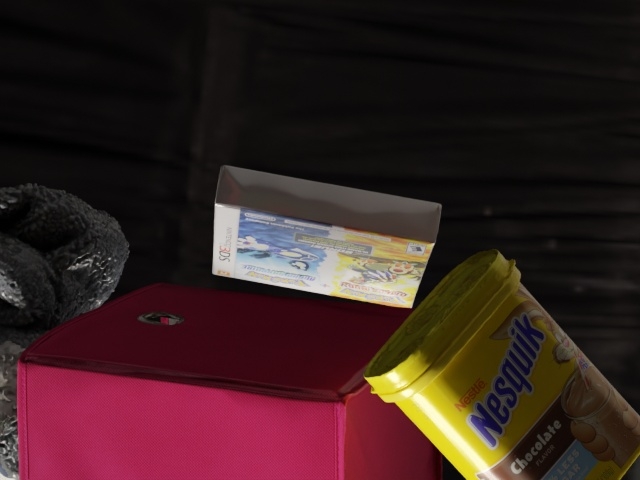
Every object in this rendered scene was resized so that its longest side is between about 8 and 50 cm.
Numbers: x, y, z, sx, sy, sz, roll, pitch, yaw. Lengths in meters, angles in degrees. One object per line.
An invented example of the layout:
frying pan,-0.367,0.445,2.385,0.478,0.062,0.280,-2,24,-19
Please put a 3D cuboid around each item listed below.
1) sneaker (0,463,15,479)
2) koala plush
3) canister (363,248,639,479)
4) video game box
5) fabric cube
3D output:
sneaker,-0.189,0.242,1.874,0.236,0.323,0.130,-46,46,28
koala plush,-0.261,0.083,1.514,0.196,0.203,0.221,95,171,-63
canister,0.130,0.109,1.215,0.170,0.126,0.073,47,158,-10
video game box,0.000,0.000,1.688,0.187,0.205,0.048,100,180,-71
fabric cube,-0.061,0.188,1.387,0.258,0.254,0.259,5,103,20
